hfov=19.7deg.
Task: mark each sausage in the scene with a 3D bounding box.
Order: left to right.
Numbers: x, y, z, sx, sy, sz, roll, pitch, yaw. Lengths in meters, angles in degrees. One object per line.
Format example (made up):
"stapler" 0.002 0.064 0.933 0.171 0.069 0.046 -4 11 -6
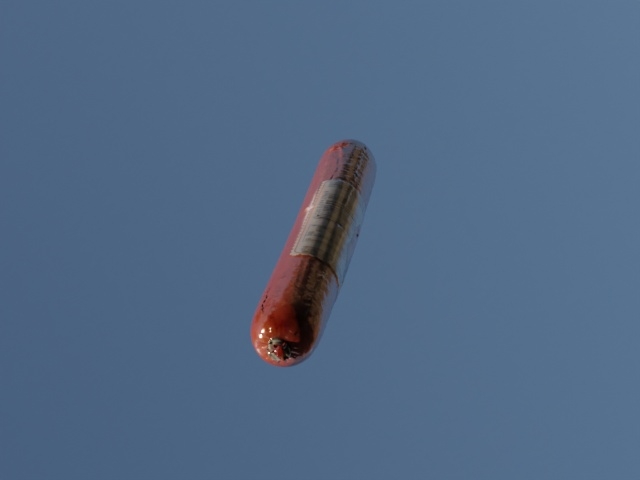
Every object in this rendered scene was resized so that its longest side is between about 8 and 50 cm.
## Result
"sausage" 0.000 0.000 0.857 0.034 0.034 0.253 44 -158 -9
